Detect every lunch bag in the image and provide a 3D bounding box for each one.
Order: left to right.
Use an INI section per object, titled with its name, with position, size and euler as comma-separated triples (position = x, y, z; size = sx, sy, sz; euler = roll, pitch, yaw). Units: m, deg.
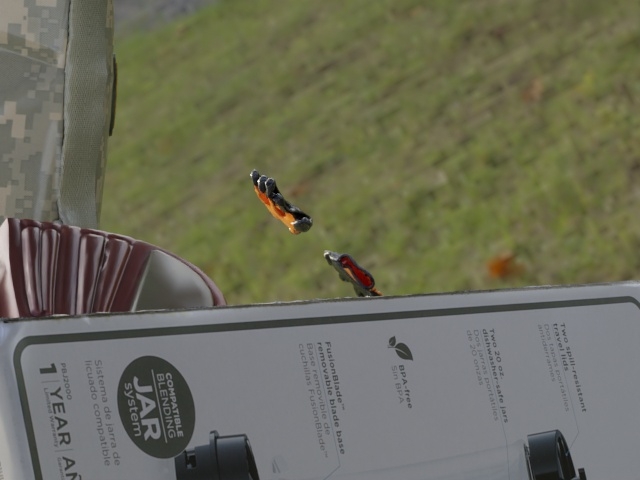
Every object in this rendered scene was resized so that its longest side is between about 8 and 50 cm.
[lunch bag]
position = -0.224, -0.103, 1.219
size = 0.287, 0.235, 0.169
euler = 9, 6, 43

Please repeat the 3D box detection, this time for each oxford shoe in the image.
[oxford shoe]
position = -0.224, 0.055, 0.887
size = 0.348, 0.130, 0.123
euler = 11, 30, -10

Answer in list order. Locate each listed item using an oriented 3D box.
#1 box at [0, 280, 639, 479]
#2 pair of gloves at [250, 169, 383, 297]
[box]
position = 0.007, 0.107, 0.620
size = 0.290, 0.169, 0.087
euler = -3, -14, -44
[pair of gloves]
position = 0.000, 0.000, 0.875
size = 0.010, 0.083, 0.074
euler = -46, -12, -4
